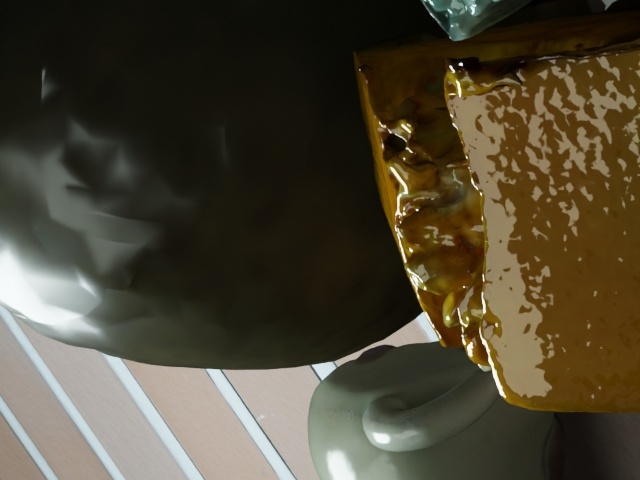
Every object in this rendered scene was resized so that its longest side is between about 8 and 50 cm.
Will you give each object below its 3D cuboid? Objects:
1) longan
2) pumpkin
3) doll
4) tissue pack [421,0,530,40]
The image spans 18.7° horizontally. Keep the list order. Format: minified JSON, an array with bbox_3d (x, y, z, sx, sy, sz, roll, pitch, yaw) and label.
[{"bbox_3d":[-0.056,-0.101,1.384,0.404,0.436,0.404,3,95,37],"label":"longan"},{"bbox_3d":[0.167,-0.036,1.114,0.303,0.256,0.225,-131,31,-72],"label":"pumpkin"},{"bbox_3d":[0.120,0.237,1.664,0.215,0.226,0.370,-13,119,13],"label":"doll"},{"bbox_3d":[0.074,-0.338,1.079,0.388,0.287,0.162,54,144,3],"label":"tissue pack"}]
